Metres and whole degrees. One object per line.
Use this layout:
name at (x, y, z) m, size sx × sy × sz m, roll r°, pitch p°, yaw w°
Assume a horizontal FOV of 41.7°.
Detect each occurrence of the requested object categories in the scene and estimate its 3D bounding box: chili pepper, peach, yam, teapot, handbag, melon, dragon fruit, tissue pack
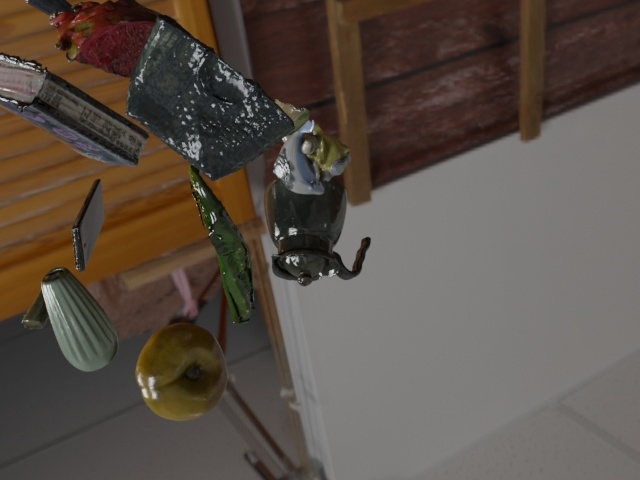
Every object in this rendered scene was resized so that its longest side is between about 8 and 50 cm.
chili pepper at (-0.168, 0.013, 1.515) m, size 0.076 × 0.359 × 0.085 m, roll 7°, pitch -133°, yaw 17°
peach at (-0.348, 0.331, 2.109) m, size 0.251 × 0.251 × 0.153 m, roll -33°, pitch -166°, yaw -38°
yam at (-0.646, 0.146, 1.969) m, size 0.054 × 0.054 × 0.132 m, roll 2°, pitch -126°, yaw 24°
teapot at (-0.023, 0.002, 2.238) m, size 0.223 × 0.305 × 0.285 m, roll -11°, pitch -118°, yaw 24°
handbag at (-0.186, -0.217, 1.339) m, size 0.175 × 0.270 × 0.088 m, roll -46°, pitch -167°, yaw 29°
melon at (-0.107, -0.239, 1.652) m, size 0.182 × 0.098 × 0.054 m, roll 21°, pitch -160°, yaw 24°
dragon fruit at (-0.346, -0.368, 1.456) m, size 0.161 × 0.126 × 0.274 m, roll 45°, pitch -159°, yaw 29°
tissue pack at (-0.609, -0.300, 1.976) m, size 0.259 × 0.361 × 0.122 m, roll 20°, pitch -97°, yaw 34°

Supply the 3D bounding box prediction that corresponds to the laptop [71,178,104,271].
laptop at (-0.587, -0.042, 2.126) m, size 0.026 × 0.154 × 0.207 m, roll 6°, pitch -139°, yaw -1°

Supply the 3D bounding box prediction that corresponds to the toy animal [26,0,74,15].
toy animal at (-0.405, -0.398, 1.718) m, size 0.367 × 0.081 × 0.206 m, roll 30°, pitch 179°, yaw -1°

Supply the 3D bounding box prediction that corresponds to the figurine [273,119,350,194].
figurine at (-0.021, -0.184, 1.802) m, size 0.184 × 0.208 × 0.128 m, roll -33°, pitch -137°, yaw -28°

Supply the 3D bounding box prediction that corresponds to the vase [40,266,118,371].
vase at (-0.549, 0.174, 1.895) m, size 0.128 × 0.248 × 0.128 m, roll -14°, pitch -150°, yaw 8°
